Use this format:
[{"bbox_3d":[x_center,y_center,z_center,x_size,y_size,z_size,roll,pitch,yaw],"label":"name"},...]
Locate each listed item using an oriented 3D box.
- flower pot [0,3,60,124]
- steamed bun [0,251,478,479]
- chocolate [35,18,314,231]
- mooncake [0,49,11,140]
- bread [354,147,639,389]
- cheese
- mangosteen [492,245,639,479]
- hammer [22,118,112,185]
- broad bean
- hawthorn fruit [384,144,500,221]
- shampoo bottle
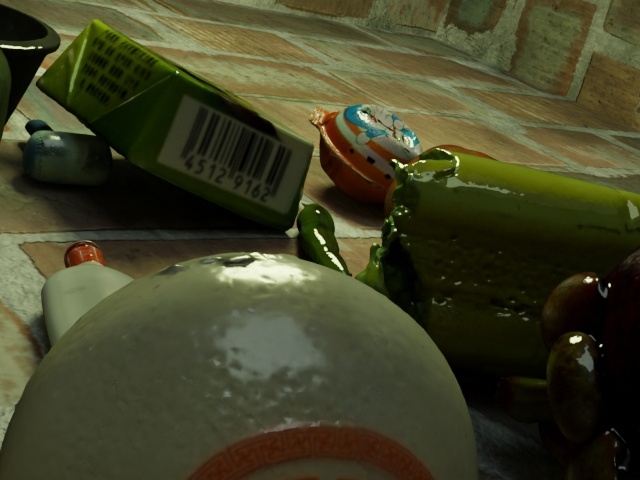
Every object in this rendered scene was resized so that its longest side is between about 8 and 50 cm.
[{"bbox_3d":[-0.513,-0.242,1.404,0.269,0.166,0.269,18,19,-7],"label":"flower pot"},{"bbox_3d":[-0.034,0.153,0.566,0.283,0.283,0.177,7,14,-25],"label":"steamed bun"},{"bbox_3d":[-0.189,-0.162,1.384,0.301,0.137,0.289,25,8,-45],"label":"chocolate"},{"bbox_3d":[-0.527,-0.146,1.097,0.356,0.194,0.356,15,24,-7],"label":"mooncake"},{"bbox_3d":[0.232,0.045,1.150,0.377,0.251,0.208,11,4,-10],"label":"bread"},{"bbox_3d":[0.121,-0.110,1.625,0.329,0.129,0.217,35,26,-3],"label":"cheese"},{"bbox_3d":[0.339,0.139,0.939,0.347,0.306,0.307,-9,21,2],"label":"mangosteen"},{"bbox_3d":[-0.362,-0.130,1.377,0.116,0.069,0.194,2,20,-33],"label":"hammer"},{"bbox_3d":[-0.001,-0.001,1.354,0.060,0.043,0.297,23,18,-17],"label":"broad bean"},{"bbox_3d":[0.192,-0.012,1.363,0.199,0.199,0.251,12,33,-14],"label":"hawthorn fruit"},{"bbox_3d":[-0.219,0.064,0.991,0.108,0.051,0.221,5,23,-24],"label":"shampoo bottle"}]
